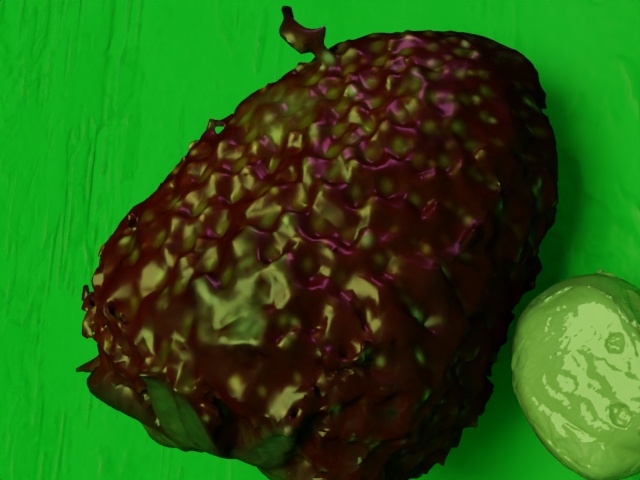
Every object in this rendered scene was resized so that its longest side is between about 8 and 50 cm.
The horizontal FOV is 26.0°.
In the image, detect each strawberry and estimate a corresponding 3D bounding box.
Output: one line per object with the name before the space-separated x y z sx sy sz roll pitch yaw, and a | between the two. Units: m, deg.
strawberry | -0.002 -0.001 0.945 0.292 0.292 0.343 13 83 40

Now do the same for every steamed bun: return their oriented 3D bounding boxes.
steamed bun | 0.183 0.088 0.892 0.112 0.091 0.130 -40 68 22
